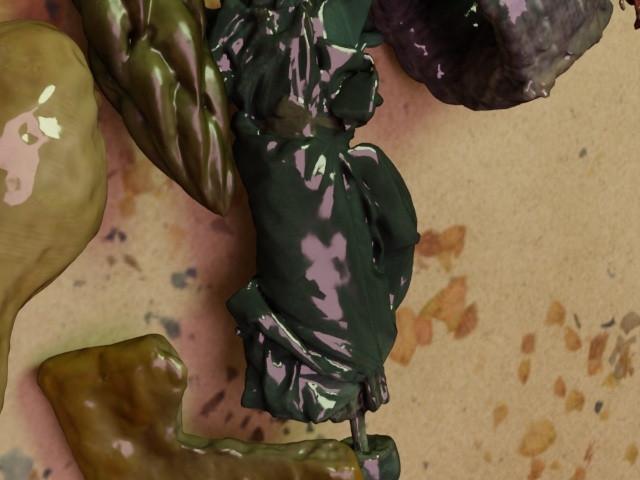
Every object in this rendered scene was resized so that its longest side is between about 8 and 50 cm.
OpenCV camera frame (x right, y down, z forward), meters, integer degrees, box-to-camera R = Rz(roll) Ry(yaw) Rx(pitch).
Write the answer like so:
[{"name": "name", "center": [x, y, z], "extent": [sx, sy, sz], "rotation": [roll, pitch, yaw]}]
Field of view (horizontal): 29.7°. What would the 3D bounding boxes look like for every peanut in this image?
[{"name": "peanut", "center": [-0.189, 0.008, 0.647], "extent": [0.117, 0.101, 0.263], "rotation": [25, 86, -20]}]

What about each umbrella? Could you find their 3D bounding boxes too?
[{"name": "umbrella", "center": [-0.003, 0.000, 0.779], "extent": [0.143, 0.094, 0.349], "rotation": [-13, 104, -7]}]

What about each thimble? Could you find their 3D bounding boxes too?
[{"name": "thimble", "center": [0.108, -0.160, 0.787], "extent": [0.098, 0.150, 0.150], "rotation": [-44, 122, -20]}]

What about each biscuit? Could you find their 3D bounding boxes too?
[{"name": "biscuit", "center": [-0.071, 0.129, 0.748], "extent": [0.174, 0.039, 0.183], "rotation": [-17, 114, 11]}]

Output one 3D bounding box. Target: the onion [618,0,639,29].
[{"name": "onion", "center": [0.176, -0.278, 0.810], "extent": [0.227, 0.120, 0.284], "rotation": [-3, 89, -48]}]

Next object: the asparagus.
[{"name": "asparagus", "center": [-0.110, -0.145, 0.674], "extent": [0.080, 0.080, 0.287], "rotation": [-28, 101, -27]}]
